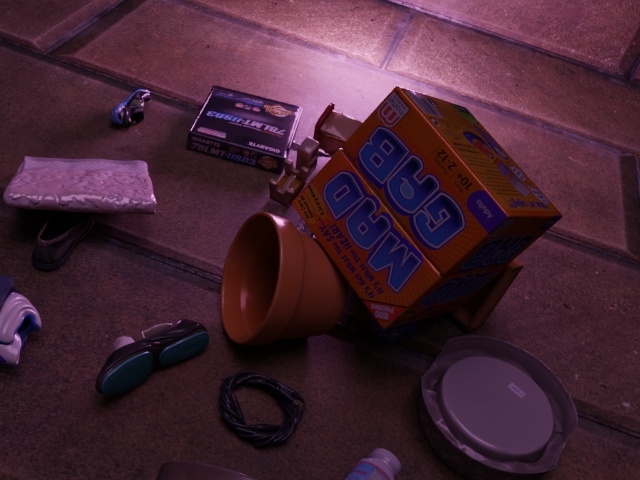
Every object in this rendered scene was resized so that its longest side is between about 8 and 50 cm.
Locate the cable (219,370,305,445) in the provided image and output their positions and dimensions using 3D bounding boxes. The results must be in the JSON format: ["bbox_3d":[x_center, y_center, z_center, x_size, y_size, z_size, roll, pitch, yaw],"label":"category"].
[{"bbox_3d":[-0.131,0.340,1.459,0.185,0.047,0.150,29,47,10],"label":"cable"}]

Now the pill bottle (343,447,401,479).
[{"bbox_3d":[0.086,0.469,1.345,0.087,0.087,0.160,32,42,18],"label":"pill bottle"}]

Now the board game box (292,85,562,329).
[{"bbox_3d":[0.238,-0.068,1.581,0.357,0.356,0.356,-2,51,-56],"label":"board game box"}]

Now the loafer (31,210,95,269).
[{"bbox_3d":[-0.603,-0.044,1.696,0.096,0.084,0.267,13,41,-4],"label":"loafer"}]

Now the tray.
[{"bbox_3d":[0.295,0.018,1.826,0.076,0.202,0.411,-9,44,-49],"label":"tray"}]

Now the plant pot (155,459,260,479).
[{"bbox_3d":[-0.150,0.528,1.069,0.323,0.323,0.280,20,57,5],"label":"plant pot"}]

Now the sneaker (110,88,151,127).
[{"bbox_3d":[-0.555,-0.388,2.127,0.078,0.067,0.188,36,38,-9],"label":"sneaker"}]

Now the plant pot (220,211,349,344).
[{"bbox_3d":[-0.071,0.099,1.586,0.204,0.291,0.290,13,38,-29],"label":"plant pot"}]

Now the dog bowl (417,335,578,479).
[{"bbox_3d":[0.369,0.370,1.540,0.349,0.102,0.348,10,41,-9],"label":"dog bowl"}]

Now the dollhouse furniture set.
[{"bbox_3d":[0.027,-0.207,2.072,0.201,0.152,0.374,27,59,11],"label":"dollhouse furniture set"}]

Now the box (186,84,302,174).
[{"bbox_3d":[-0.224,-0.343,2.171,0.296,0.073,0.293,15,40,-1],"label":"box"}]

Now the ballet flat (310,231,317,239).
[{"bbox_3d":[0.000,0.000,1.874,0.068,0.072,0.213,45,42,-9],"label":"ballet flat"}]

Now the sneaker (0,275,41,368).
[{"bbox_3d":[-0.701,0.188,1.367,0.236,0.130,0.323,26,36,17],"label":"sneaker"}]

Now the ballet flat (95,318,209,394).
[{"bbox_3d":[-0.359,0.233,1.471,0.096,0.095,0.280,31,31,31],"label":"ballet flat"}]

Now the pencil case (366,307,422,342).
[{"bbox_3d":[0.152,0.103,1.747,0.119,0.133,0.306,-14,44,-2],"label":"pencil case"}]

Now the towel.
[{"bbox_3d":[-0.581,-0.140,1.759,0.332,0.053,0.317,1,22,-16],"label":"towel"}]
